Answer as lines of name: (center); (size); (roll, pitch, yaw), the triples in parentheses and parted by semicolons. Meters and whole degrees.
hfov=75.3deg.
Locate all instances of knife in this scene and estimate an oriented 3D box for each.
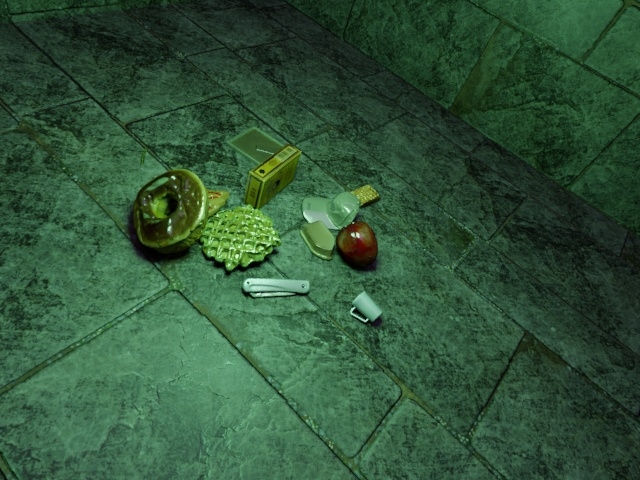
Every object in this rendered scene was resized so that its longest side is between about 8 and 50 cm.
knife: (-0.170, 0.183, 1.611); (0.266, 0.040, 0.073); (2, 61, -19)

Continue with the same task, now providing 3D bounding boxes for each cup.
cup: (0.173, 0.273, 1.644); (0.104, 0.074, 0.116); (-40, 75, -15)

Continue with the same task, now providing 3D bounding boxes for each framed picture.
framed picture: (-0.293, -0.468, 2.137); (0.315, 0.024, 0.232); (35, 48, 12)

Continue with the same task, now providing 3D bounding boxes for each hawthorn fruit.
hawthorn fruit: (0.177, 0.030, 1.788); (0.181, 0.181, 0.235); (-32, 81, -38)

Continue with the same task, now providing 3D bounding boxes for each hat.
hat: (0.050, -0.161, 1.929); (0.245, 0.149, 0.214); (13, 46, -24)

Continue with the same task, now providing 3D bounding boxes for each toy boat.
toy boat: (0.000, 0.000, 1.813); (0.116, 0.061, 0.188); (-17, 59, -32)

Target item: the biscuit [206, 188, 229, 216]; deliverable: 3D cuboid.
biscuit: (-0.488, -0.161, 1.739); (0.212, 0.041, 0.238); (-4, 32, -13)

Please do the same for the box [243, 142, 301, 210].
box: (-0.218, -0.291, 1.894); (0.084, 0.192, 0.301); (33, 48, 10)

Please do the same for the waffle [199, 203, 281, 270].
waffle: (-0.328, -0.024, 1.684); (0.317, 0.073, 0.297); (-27, 63, -25)

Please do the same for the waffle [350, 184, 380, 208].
waffle: (0.220, -0.223, 2.097); (0.148, 0.042, 0.102); (-25, 61, -35)

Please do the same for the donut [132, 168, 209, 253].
donut: (-0.567, -0.106, 1.597); (0.330, 0.160, 0.329); (-2, 66, 6)

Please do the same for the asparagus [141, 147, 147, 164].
asparagus: (-0.801, -0.385, 1.885); (0.015, 0.014, 0.114); (32, 37, -40)
